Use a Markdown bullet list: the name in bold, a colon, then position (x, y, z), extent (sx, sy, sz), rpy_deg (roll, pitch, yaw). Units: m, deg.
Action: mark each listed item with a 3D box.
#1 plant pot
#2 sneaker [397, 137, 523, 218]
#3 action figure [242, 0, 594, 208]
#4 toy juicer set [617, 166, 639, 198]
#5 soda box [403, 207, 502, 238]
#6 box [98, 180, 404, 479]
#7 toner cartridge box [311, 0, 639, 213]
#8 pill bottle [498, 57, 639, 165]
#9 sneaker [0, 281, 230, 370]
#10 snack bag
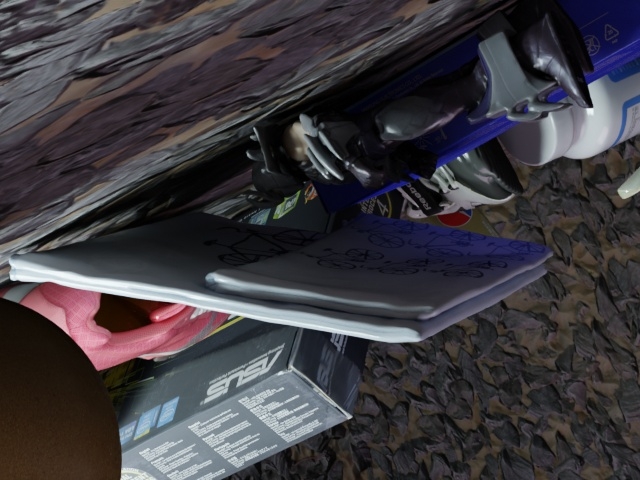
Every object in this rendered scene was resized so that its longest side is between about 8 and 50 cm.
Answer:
- **plant pot**: position (-0.265, 0.121, 1.068), extent (0.237, 0.237, 0.254), rpy_deg (-28, 164, 3)
- **sneaker**: position (0.125, -0.072, 1.913), extent (0.146, 0.122, 0.330), rpy_deg (-27, 178, 4)
- **action figure**: position (0.062, -0.088, 1.375), extent (0.285, 0.099, 0.185), rpy_deg (-25, -177, 19)
- **toy juicer set**: position (0.413, -0.191, 1.756), extent (0.329, 0.089, 0.209), rpy_deg (-44, 179, 43)
- **soda box**: position (0.137, -0.035, 2.085), extent (0.058, 0.181, 0.061), rpy_deg (-27, 149, -14)
- **box**: position (-0.105, 0.112, 1.878), extent (0.395, 0.097, 0.318), rpy_deg (-29, -149, 36)
- **toner cartridge box**: position (0.156, -0.139, 1.510), extent (0.348, 0.075, 0.165), rpy_deg (-29, 178, 33)
- **pill bottle**: position (0.287, -0.158, 1.897), extent (0.221, 0.124, 0.124), rpy_deg (-24, 176, -33)
- **sneaker**: position (-0.138, 0.053, 1.574), extent (0.136, 0.116, 0.314), rpy_deg (-15, -174, 39)
- **snack bag**: position (-0.021, 0.014, 1.434), extent (0.342, 0.037, 0.323), rpy_deg (8, -169, 22)
